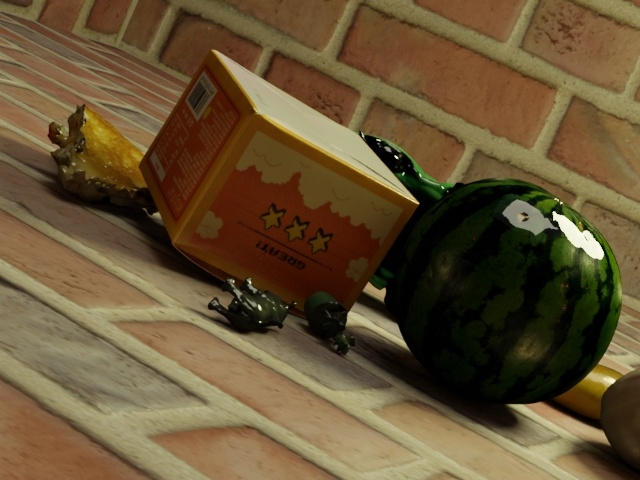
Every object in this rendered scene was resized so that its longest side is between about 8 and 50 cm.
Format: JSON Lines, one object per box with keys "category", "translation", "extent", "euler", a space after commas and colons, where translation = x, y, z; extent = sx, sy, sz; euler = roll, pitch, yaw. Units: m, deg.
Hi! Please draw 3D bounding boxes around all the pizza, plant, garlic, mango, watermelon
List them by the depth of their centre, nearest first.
{"category": "plant", "translation": [0.012, 0.099, 1.811], "extent": [0.051, 0.051, 0.102], "euler": [21, 15, -26]}
{"category": "watermelon", "translation": [0.231, 0.063, 1.872], "extent": [0.285, 0.285, 0.285], "euler": [24, 8, -4]}
{"category": "garlic", "translation": [0.484, 0.200, 1.932], "extent": [0.231, 0.246, 0.340], "euler": [13, 16, 14]}
{"category": "pizza", "translation": [-0.298, -0.095, 2.070], "extent": [0.189, 0.071, 0.297], "euler": [41, 9, -13]}
{"category": "mango", "translation": [0.358, 0.200, 2.098], "extent": [0.161, 0.076, 0.103], "euler": [23, 12, 12]}

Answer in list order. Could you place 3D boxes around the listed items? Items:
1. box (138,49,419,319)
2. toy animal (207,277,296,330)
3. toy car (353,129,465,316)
{"category": "box", "translation": [-0.065, -0.068, 1.959], "extent": [0.259, 0.214, 0.283], "euler": [30, 12, -24]}
{"category": "toy animal", "translation": [-0.072, 0.076, 1.721], "extent": [0.065, 0.047, 0.135], "euler": [33, 8, 16]}
{"category": "toy car", "translation": [0.139, -0.008, 2.203], "extent": [0.358, 0.213, 0.176], "euler": [31, 12, -1]}
